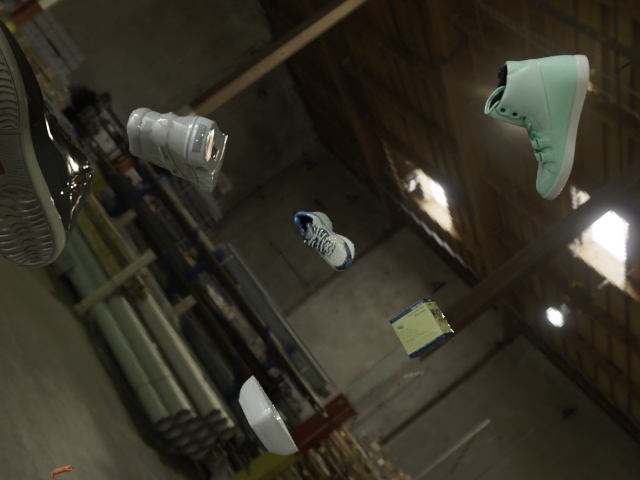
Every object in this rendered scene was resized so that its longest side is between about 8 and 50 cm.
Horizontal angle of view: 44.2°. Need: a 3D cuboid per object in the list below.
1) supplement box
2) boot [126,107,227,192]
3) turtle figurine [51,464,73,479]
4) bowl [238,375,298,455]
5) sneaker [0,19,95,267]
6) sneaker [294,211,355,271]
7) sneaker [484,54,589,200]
[{"bbox_3d":[0.191,0.165,1.486,0.056,0.083,0.083,5,52,-61],"label":"supplement box"},{"bbox_3d":[-0.216,-0.144,1.194,0.123,0.095,0.258,16,-10,1],"label":"boot"},{"bbox_3d":[-0.452,0.513,1.359,0.217,0.269,0.087,42,21,-13],"label":"turtle figurine"},{"bbox_3d":[-0.109,0.354,1.559,0.142,0.053,0.142,61,-6,-34],"label":"bowl"},{"bbox_3d":[-0.260,-0.098,0.668,0.118,0.083,0.222,-86,171,-61],"label":"sneaker"},{"bbox_3d":[0.000,0.000,1.197,0.058,0.052,0.135,18,21,-42],"label":"sneaker"},{"bbox_3d":[0.342,-0.185,1.300,0.094,0.151,0.255,-81,172,-56],"label":"sneaker"}]
